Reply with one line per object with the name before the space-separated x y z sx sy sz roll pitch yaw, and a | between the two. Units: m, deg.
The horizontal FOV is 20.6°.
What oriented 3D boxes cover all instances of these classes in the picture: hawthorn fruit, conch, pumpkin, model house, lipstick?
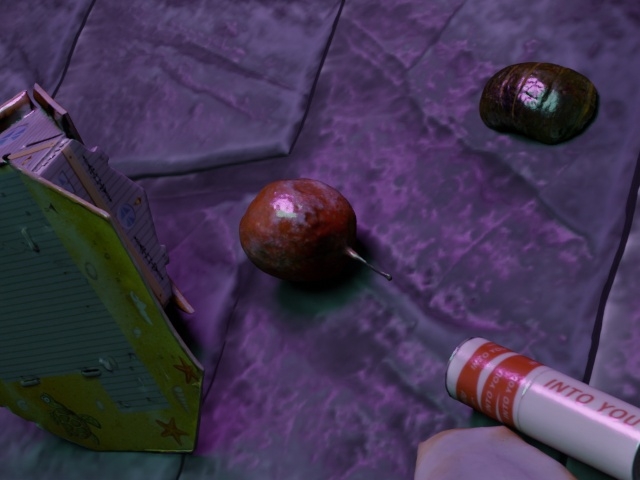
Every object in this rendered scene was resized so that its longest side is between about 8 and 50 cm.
hawthorn fruit | 0.000 0.000 1.064 0.103 0.067 0.067 25 73 40
conch | 0.094 0.157 0.879 0.104 0.094 0.176 -47 15 13
pumpkin | 0.126 -0.088 1.070 0.083 0.028 0.050 9 64 44
model house | -0.141 0.012 1.088 0.207 0.219 0.136 -13 30 37
lipstick | 0.124 0.089 0.923 0.131 0.038 0.038 23 72 43
